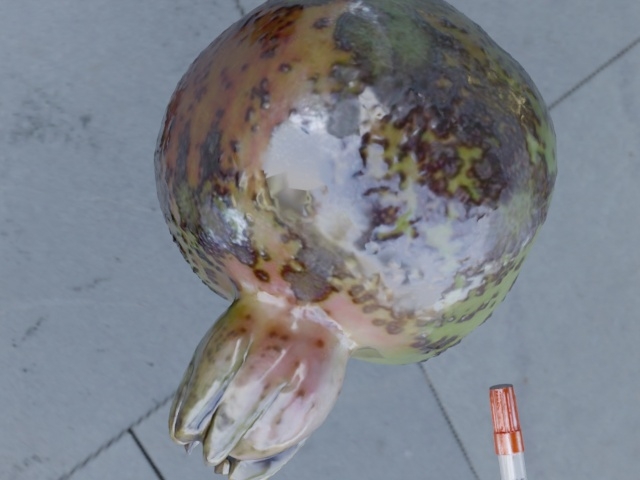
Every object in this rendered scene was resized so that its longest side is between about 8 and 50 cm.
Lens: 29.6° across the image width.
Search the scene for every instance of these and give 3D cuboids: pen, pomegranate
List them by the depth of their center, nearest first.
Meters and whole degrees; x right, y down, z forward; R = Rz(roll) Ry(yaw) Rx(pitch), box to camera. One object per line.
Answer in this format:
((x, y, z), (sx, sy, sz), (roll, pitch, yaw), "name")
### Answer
((0.000, 0.000, 0.815), (0.285, 0.285, 0.341), (39, 66, -30), "pomegranate")
((0.187, 0.255, 1.140), (0.028, 0.028, 0.239), (-5, 85, -31), "pen")
